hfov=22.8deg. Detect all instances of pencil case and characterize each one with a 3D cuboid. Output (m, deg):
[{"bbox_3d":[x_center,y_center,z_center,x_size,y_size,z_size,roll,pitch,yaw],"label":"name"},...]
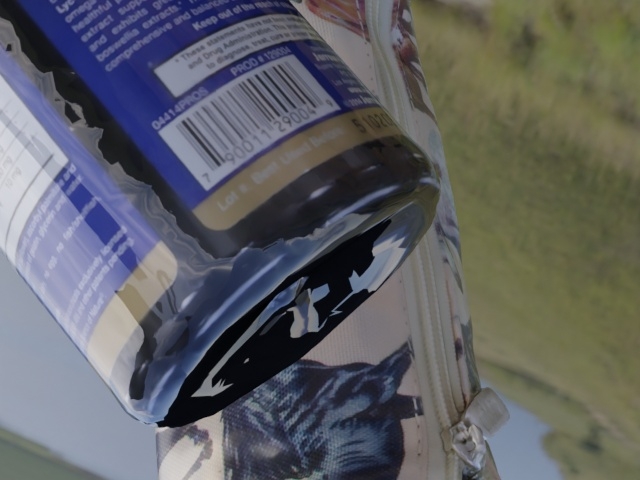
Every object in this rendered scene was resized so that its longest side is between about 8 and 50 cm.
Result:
[{"bbox_3d":[0.000,0.000,0.781,0.183,0.410,0.160,-28,142,29],"label":"pencil case"}]

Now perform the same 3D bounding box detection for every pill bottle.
[{"bbox_3d":[-0.074,-0.058,0.511,0.219,0.123,0.123,50,171,14],"label":"pill bottle"}]
